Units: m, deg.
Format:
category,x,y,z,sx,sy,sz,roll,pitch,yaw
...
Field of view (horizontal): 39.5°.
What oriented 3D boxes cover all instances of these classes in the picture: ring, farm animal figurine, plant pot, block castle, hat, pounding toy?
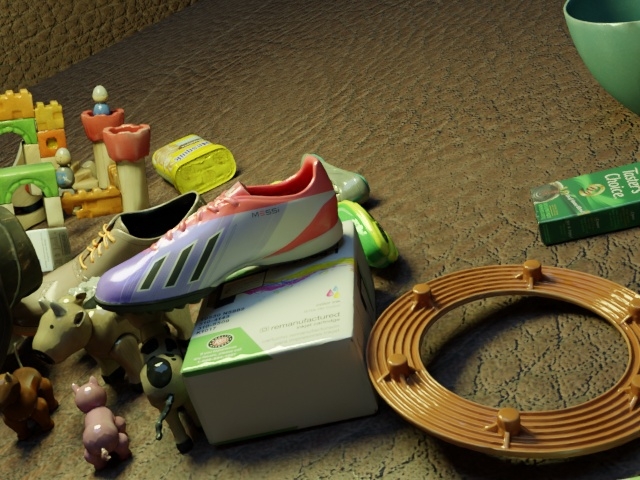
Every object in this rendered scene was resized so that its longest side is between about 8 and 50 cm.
category,x,y,z,sx,sy,sz,roll,pitch,yaw
ring,0.216,0.106,0.953,0.337,0.032,0.336,-6,29,3
farm animal figurine,-0.269,0.124,1.154,0.331,0.172,0.326,-6,29,25
plant pot,0.547,-0.306,1.398,0.290,0.195,0.290,-16,26,8
block castle,-0.557,-0.154,1.633,0.454,0.212,0.303,-11,20,-21
hat,-0.485,0.042,1.277,0.331,0.331,0.134,6,20,41
pounding toy,-0.582,-0.120,1.849,0.270,0.154,0.155,-37,31,-30

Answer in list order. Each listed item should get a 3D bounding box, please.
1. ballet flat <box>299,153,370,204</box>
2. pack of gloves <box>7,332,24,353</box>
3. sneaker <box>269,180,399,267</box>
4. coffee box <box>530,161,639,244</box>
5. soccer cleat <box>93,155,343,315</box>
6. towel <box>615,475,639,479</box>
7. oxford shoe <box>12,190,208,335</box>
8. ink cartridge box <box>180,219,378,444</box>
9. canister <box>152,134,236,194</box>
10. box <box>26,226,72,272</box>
category,x,y,z,sx,sy,sz,roll,pitch,yaw
ballet flat,0.003,-0.098,1.512,0.068,0.072,0.213,-36,30,-17
pack of gloves,-0.589,0.212,1.353,0.195,0.046,0.232,16,47,28
sneaker,0.000,0.000,1.319,0.296,0.109,0.123,19,68,49
coffee box,0.383,-0.055,1.205,0.184,0.040,0.113,-12,27,14
soccer cleat,-0.126,-0.007,1.074,0.318,0.116,0.108,-20,27,-17
towel,0.342,0.255,0.656,0.325,0.038,0.248,-13,26,16
oxford shoe,-0.335,0.027,1.399,0.364,0.132,0.130,-27,46,-15
ink cartridge box,-0.040,0.103,1.102,0.202,0.117,0.278,-13,27,9
canister,-0.258,-0.154,1.789,0.126,0.073,0.170,-28,26,-17
box,-0.499,0.023,1.480,0.137,0.072,0.126,-9,2,-1
